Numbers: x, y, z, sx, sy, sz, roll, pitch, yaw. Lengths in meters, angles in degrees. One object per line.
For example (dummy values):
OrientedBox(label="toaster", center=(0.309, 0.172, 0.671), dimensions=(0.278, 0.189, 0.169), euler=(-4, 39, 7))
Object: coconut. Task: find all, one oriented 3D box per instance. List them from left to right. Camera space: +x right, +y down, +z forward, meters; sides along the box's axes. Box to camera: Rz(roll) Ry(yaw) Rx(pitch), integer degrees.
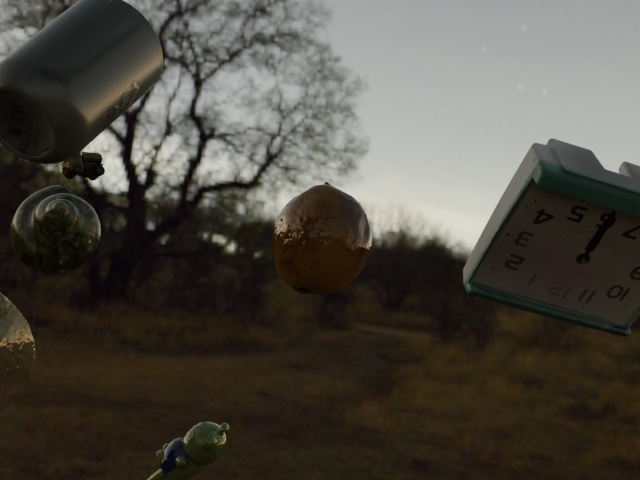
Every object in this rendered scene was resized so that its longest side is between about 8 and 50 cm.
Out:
OrientedBox(label="coconut", center=(-0.657, 0.189, 1.855), dimensions=(0.239, 0.239, 0.244), euler=(9, 4, -32))

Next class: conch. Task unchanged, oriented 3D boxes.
OrientedBox(label="conch", center=(-0.478, -0.029, 1.798), dimensions=(0.181, 0.187, 0.124), euler=(-33, -28, 34))

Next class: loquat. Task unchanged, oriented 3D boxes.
OrientedBox(label="loquat", center=(0.000, 0.000, 2.129), dimensions=(0.193, 0.238, 0.238), euler=(30, -12, -25))

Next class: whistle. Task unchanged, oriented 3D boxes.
OrientedBox(label="whistle", center=(-0.271, 0.432, 2.014), dimensions=(0.227, 0.085, 0.105), euler=(-36, -1, 18))

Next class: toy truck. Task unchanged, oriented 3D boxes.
OrientedBox(label="toy truck", center=(-0.498, -0.158, 2.103), dimensions=(0.083, 0.054, 0.049), euler=(1, -14, -36))

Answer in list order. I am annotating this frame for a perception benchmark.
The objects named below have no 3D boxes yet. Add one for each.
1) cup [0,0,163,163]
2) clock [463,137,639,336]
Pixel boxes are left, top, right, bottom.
OrientedBox(label="cup", center=(-0.437, -0.277, 1.772), dimensions=(0.205, 0.205, 0.312), euler=(7, 39, 22))
OrientedBox(label="clock", center=(0.356, -0.005, 1.383), dimensions=(0.262, 0.231, 0.116), euler=(16, 36, -13))
